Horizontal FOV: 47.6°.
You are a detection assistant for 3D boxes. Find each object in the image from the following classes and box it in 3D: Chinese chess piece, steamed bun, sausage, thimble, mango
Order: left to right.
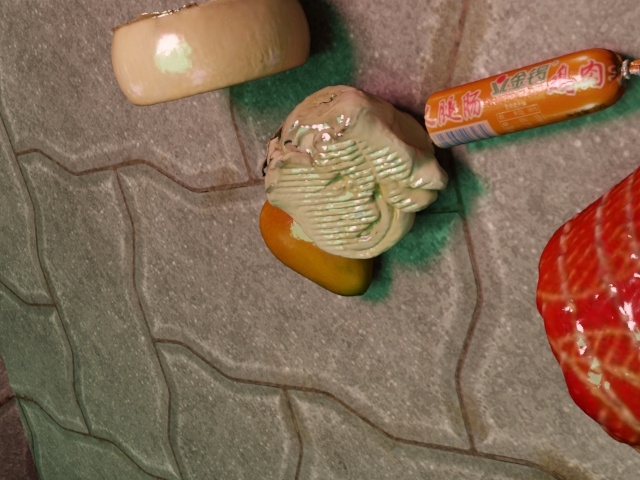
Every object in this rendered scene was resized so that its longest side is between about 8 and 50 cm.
[{"bbox_3d":[-0.185,-0.331,1.237,0.338,0.338,0.141,3,113,41],"label":"Chinese chess piece"},{"bbox_3d":[-0.001,-0.006,1.375,0.254,0.139,0.175,33,143,16],"label":"mango"},{"bbox_3d":[0.058,-0.130,1.227,0.280,0.207,0.268,35,128,-16],"label":"steamed bun"},{"bbox_3d":[0.300,-0.205,1.037,0.312,0.093,0.093,-8,104,44],"label":"sausage"},{"bbox_3d":[0.443,0.080,0.878,0.350,0.350,0.230,55,135,7],"label":"thimble"}]
